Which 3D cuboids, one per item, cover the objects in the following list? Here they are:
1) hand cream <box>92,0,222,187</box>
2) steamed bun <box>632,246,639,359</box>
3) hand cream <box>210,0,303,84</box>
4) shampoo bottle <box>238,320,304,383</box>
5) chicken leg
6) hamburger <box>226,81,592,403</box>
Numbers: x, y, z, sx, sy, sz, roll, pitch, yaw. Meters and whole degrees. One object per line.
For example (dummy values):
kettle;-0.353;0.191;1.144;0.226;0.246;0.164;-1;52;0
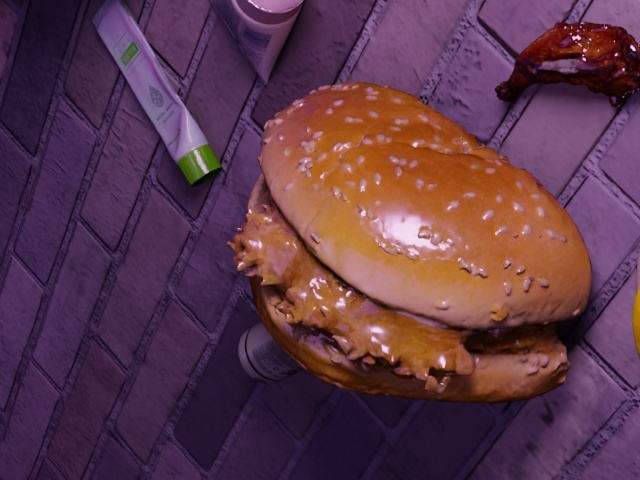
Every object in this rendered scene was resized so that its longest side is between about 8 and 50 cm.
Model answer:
hand cream;-0.218;-0.199;2.208;0.079;0.050;0.275;-35;82;26
steamed bun;0.432;0.035;1.416;0.334;0.334;0.373;30;140;32
hand cream;-0.074;-0.265;1.954;0.133;0.083;0.248;60;165;0
shampoo bottle;-0.008;0.112;2.147;0.085;0.085;0.262;58;142;0
chicken leg;0.250;-0.175;1.690;0.205;0.053;0.093;14;139;48
hamburger;0.065;0.017;1.841;0.445;0.287;0.268;36;136;23
